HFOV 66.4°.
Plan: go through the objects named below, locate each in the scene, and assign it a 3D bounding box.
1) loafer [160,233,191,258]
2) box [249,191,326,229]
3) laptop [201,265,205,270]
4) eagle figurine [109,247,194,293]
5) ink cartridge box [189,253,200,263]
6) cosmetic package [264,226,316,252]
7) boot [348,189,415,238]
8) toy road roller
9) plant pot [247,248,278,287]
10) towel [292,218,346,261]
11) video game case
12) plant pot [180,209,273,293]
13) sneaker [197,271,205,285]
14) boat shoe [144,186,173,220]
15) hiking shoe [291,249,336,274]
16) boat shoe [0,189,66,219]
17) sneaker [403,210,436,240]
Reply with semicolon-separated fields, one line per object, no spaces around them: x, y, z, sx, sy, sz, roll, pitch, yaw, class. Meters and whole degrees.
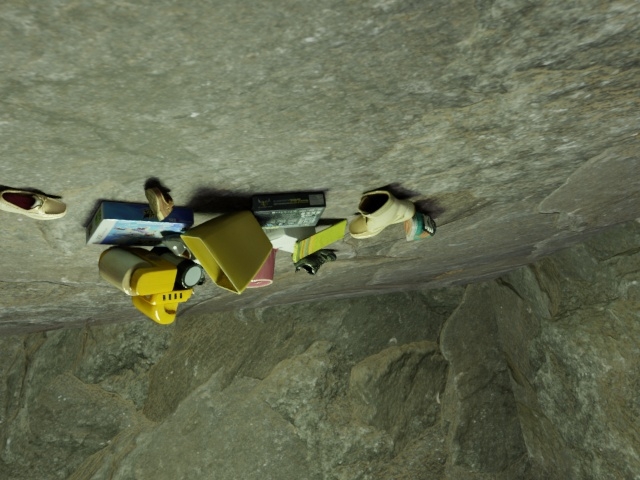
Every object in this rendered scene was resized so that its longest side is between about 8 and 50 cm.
-0.461;0.018;1.591;0.062;0.062;0.170;-16;168;12;loafer
-0.113;-0.093;1.594;0.232;0.059;0.183;-5;163;-13;box
-0.418;0.157;2.062;0.234;0.264;0.137;-16;138;-58;laptop
-0.669;0.135;1.889;0.226;0.226;0.298;6;-174;34;eagle figurine
-0.408;0.036;1.817;0.060;0.104;0.180;-19;162;27;ink cartridge box
-0.117;-0.019;1.812;0.117;0.086;0.231;-17;161;27;cosmetic package
0.171;-0.089;1.688;0.261;0.095;0.203;-20;161;31;boot
-0.578;0.159;1.649;0.202;0.241;0.329;23;-169;29;toy road roller
-0.260;0.084;1.922;0.201;0.181;0.201;-7;164;-2;plant pot
0.000;0.000;1.830;0.237;0.021;0.102;-26;150;-26;towel
-0.570;-0.043;1.539;0.269;0.061;0.244;3;162;-35;video game case
-0.278;0.017;1.536;0.187;0.212;0.212;-40;-158;-23;plant pot
-0.573;0.181;2.298;0.063;0.075;0.170;-4;164;-15;sneaker
-0.448;-0.112;1.374;0.060;0.064;0.178;-36;174;-19;boat shoe
-0.026;0.105;2.236;0.226;0.114;0.086;0;163;-27;hiking shoe
-0.743;-0.094;1.264;0.170;0.063;0.059;8;164;-42;boat shoe
0.386;-0.065;1.884;0.120;0.108;0.302;-11;172;7;sneaker
